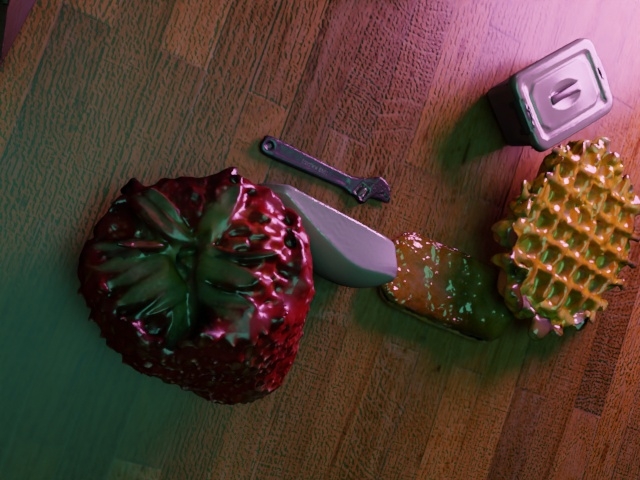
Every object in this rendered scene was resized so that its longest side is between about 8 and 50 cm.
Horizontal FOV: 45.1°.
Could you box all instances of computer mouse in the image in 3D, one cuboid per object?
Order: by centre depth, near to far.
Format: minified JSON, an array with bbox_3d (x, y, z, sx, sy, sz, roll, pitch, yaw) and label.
[{"bbox_3d":[0.000,0.000,0.998,0.230,0.128,0.079,29,75,-21],"label":"computer mouse"}]

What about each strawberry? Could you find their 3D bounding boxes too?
[{"bbox_3d":[-0.135,0.061,0.908,0.261,0.258,0.261,0,69,0],"label":"strawberry"}]

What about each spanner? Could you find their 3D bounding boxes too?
[{"bbox_3d":[0.011,-0.095,1.061,0.208,0.012,0.046,22,83,-22],"label":"spanner"}]

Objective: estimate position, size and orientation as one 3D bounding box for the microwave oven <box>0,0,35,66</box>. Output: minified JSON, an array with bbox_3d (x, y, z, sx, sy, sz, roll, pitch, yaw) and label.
[{"bbox_3d":[-0.332,-0.368,0.690,0.247,0.394,0.333,29,80,-22],"label":"microwave oven"}]

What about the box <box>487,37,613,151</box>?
[{"bbox_3d":[0.338,-0.213,1.155,0.172,0.093,0.124,-29,102,-20],"label":"box"}]

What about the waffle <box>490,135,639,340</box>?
[{"bbox_3d":[0.374,-0.003,1.175,0.329,0.062,0.329,-7,104,-31],"label":"waffle"}]

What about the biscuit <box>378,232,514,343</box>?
[{"bbox_3d":[0.190,0.072,1.138,0.247,0.029,0.118,23,76,-23],"label":"biscuit"}]
